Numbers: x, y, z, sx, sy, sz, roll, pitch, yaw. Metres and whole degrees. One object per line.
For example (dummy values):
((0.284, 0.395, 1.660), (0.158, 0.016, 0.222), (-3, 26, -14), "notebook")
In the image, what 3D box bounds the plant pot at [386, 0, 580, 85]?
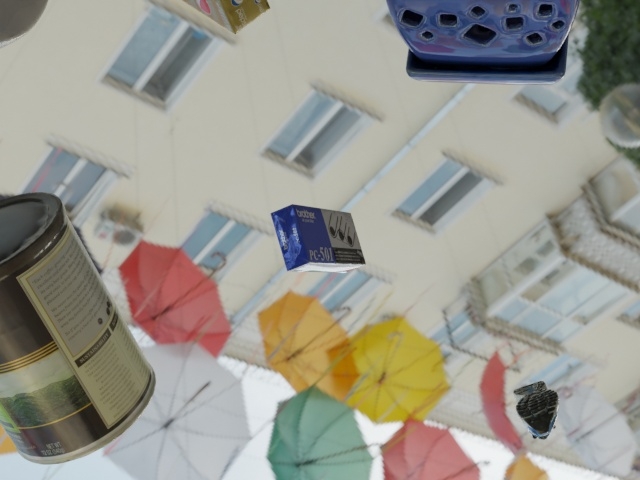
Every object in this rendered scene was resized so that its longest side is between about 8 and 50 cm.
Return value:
((0.212, -0.327, 1.234), (0.235, 0.212, 0.236), (3, -126, 12), "plant pot")

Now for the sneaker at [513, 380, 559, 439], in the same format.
((0.324, 0.257, 1.425), (0.162, 0.063, 0.073), (-32, -79, -79), "sneaker")

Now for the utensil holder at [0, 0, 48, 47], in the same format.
((-0.559, -0.318, 1.143), (0.327, 0.385, 0.328), (37, -134, -52), "utensil holder")

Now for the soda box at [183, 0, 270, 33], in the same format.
((-0.144, -0.334, 1.263), (0.181, 0.061, 0.058), (39, 162, 40), "soda box")

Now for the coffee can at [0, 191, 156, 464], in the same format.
((-0.350, 0.108, 1.210), (0.201, 0.201, 0.275), (-74, -33, -55), "coffee can")

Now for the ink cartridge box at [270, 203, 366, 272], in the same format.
((0.000, 0.000, 1.582), (0.207, 0.046, 0.097), (6, -114, -62), "ink cartridge box")
